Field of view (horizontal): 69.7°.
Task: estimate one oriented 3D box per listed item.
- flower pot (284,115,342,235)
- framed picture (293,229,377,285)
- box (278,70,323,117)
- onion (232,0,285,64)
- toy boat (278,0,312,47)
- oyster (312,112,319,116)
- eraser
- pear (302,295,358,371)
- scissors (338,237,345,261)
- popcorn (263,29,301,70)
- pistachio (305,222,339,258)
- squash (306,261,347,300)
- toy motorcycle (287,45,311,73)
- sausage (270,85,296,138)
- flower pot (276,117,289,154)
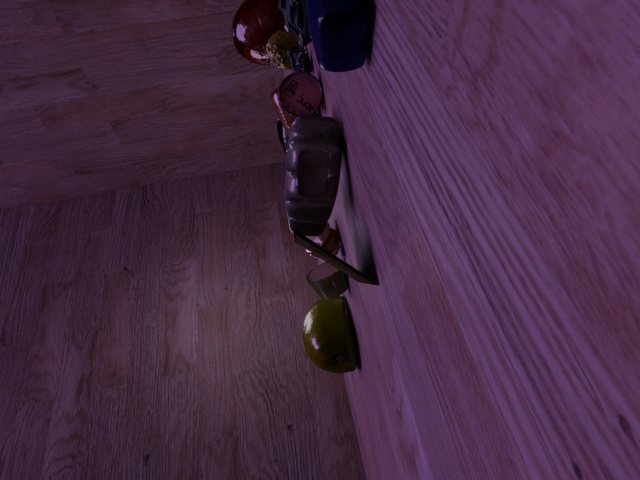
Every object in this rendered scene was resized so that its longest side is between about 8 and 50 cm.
[{"bbox_3d":[-0.025,-0.190,1.404,0.254,0.164,0.369,-99,14,-77],"label":"flower pot"},{"bbox_3d":[0.030,0.055,1.331,0.014,0.255,0.338,-57,1,-4],"label":"framed picture"},{"bbox_3d":[-0.063,-0.504,1.612,0.135,0.150,0.151,-72,-27,-78],"label":"box"},{"bbox_3d":[-0.282,-1.026,2.270,0.341,0.340,0.342,170,90,-86],"label":"onion"},{"bbox_3d":[-0.062,-0.683,1.253,0.114,0.122,0.296,50,161,23],"label":"toy boat"},{"bbox_3d":[-0.045,-0.541,1.799,0.177,0.056,0.105,59,173,17],"label":"oyster"},{"bbox_3d":[0.010,-0.483,0.868,0.155,0.101,0.333,87,173,-66],"label":"eraser"},{"bbox_3d":[0.034,0.438,2.002,0.318,0.238,0.343,-47,-53,-85],"label":"pear"},{"bbox_3d":[0.083,0.032,1.797,0.039,0.012,0.114,85,174,-51],"label":"scissors"},{"bbox_3d":[-0.147,-0.803,1.956,0.142,0.173,0.174,-152,49,-63],"label":"popcorn"},{"bbox_3d":[0.000,0.000,1.903,0.229,0.157,0.158,-134,33,-66],"label":"pistachio"},{"bbox_3d":[0.037,0.164,1.872,0.123,0.170,0.170,64,179,-10],"label":"squash"},{"bbox_3d":[-0.077,-0.695,1.780,0.215,0.079,0.123,-127,24,-70],"label":"toy motorcycle"},{"bbox_3d":[-0.083,-0.450,1.773,0.121,0.121,0.305,-110,-6,-68],"label":"sausage"},{"bbox_3d":[-0.101,-0.467,2.031,0.189,0.156,0.243,-117,11,-50],"label":"flower pot"}]
